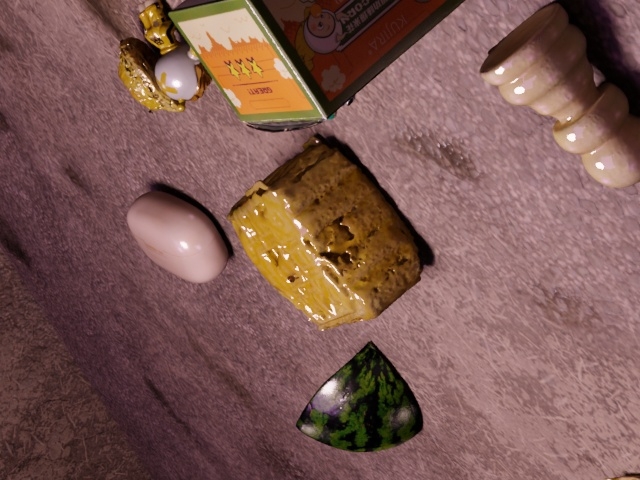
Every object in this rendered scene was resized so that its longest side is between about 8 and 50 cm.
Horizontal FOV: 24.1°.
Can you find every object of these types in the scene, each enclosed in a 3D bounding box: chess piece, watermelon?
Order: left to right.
[{"bbox_3d":[0.075,0.257,2.263,0.145,0.137,0.193,46,118,10],"label":"watermelon"},{"bbox_3d":[0.228,-0.119,1.314,0.170,0.094,0.094,44,161,-13],"label":"chess piece"}]

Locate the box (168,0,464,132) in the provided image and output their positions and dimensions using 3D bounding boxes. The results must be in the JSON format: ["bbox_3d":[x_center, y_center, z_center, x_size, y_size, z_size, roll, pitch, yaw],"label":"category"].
[{"bbox_3d":[-0.003,-0.219,1.421,0.148,0.195,0.177,56,158,-20],"label":"box"}]

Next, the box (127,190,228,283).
[{"bbox_3d":[-0.232,-0.006,2.421,0.200,0.088,0.146,23,147,47],"label":"box"}]

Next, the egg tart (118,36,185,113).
[{"bbox_3d":[-0.234,-0.218,2.029,0.130,0.052,0.130,51,-170,-13],"label":"egg tart"}]

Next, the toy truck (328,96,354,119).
[{"bbox_3d":[0.012,-0.173,1.694,0.039,0.044,0.083,38,158,16],"label":"toy truck"}]

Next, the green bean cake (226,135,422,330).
[{"bbox_3d":[0.000,0.000,1.905,0.224,0.131,0.229,51,159,-5],"label":"green bean cake"}]

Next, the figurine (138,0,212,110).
[{"bbox_3d":[-0.191,-0.246,1.946,0.101,0.068,0.143,22,132,45],"label":"figurine"}]

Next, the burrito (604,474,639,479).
[{"bbox_3d":[0.443,0.393,1.773,0.299,0.105,0.143,43,163,8],"label":"burrito"}]
